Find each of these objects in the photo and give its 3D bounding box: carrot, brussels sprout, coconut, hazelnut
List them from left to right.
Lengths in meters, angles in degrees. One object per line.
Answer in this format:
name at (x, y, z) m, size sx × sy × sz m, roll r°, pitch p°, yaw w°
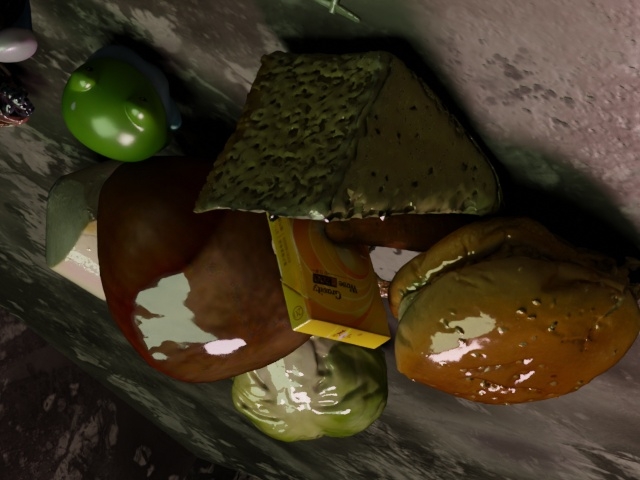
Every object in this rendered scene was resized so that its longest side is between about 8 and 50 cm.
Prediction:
coconut at (-0.354, -0.023, 2.315) m, size 0.241 × 0.241 × 0.241 m, roll 26°, pitch 161°, yaw 10°
hazelnut at (-0.162, 0.030, 2.026) m, size 0.366 × 0.366 × 0.366 m, roll 26°, pitch 161°, yaw 10°
brussels sprout at (-0.035, 0.219, 2.422) m, size 0.316 × 0.242 × 0.274 m, roll 42°, pitch 151°, yaw -22°
carrot at (0.092, -0.011, 1.786) m, size 0.209 × 0.061 × 0.061 m, roll 3°, pitch 177°, yaw -32°

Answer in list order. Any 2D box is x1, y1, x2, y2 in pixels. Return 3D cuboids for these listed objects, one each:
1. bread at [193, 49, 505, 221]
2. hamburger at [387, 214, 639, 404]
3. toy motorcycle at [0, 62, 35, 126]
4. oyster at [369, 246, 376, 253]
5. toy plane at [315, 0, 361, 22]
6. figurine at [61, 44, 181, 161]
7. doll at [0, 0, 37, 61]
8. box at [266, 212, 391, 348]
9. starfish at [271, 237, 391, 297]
bread at (0.039, -0.053, 1.627) m, size 0.248 × 0.279 × 0.315 m, roll 1°, pitch 140°, yaw 45°
hamburger at (0.241, 0.094, 1.736) m, size 0.290 × 0.170 × 0.314 m, roll 16°, pitch 145°, yaw -32°
toy motorcycle at (-0.537, -0.247, 2.215) m, size 0.212 × 0.084 × 0.118 m, roll 34°, pitch 163°, yaw 11°
oyster at (0.031, -0.042, 1.962) m, size 0.125 × 0.064 × 0.177 m, roll 38°, pitch 174°, yaw 20°
toy plane at (0.013, -0.289, 1.311) m, size 0.092 × 0.108 × 0.286 m, roll 25°, pitch 173°, yaw 10°
figurine at (-0.274, -0.177, 1.947) m, size 0.162 × 0.143 × 0.263 m, roll 34°, pitch 172°, yaw 4°
doll at (-0.483, -0.344, 1.681) m, size 0.284 × 0.240 × 0.310 m, roll -18°, pitch 163°, yaw 9°
box at (0.000, 0.000, 1.773) m, size 0.152 × 0.269 × 0.043 m, roll 15°, pitch 140°, yaw -44°
starfish at (0.029, 0.031, 1.908) m, size 0.209 × 0.053 × 0.150 m, roll 25°, pitch 117°, yaw -9°
